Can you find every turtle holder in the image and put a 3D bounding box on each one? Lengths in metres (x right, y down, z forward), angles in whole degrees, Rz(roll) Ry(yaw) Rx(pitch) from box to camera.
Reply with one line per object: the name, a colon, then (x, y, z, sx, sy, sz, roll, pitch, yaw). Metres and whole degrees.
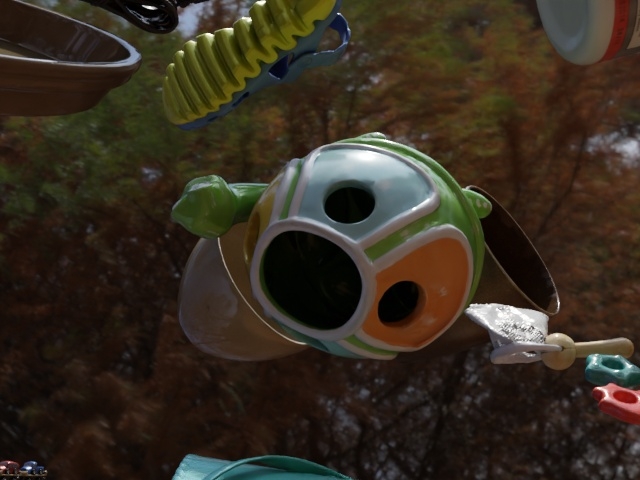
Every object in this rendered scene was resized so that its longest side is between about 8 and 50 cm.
turtle holder: (0.015, -0.008, 0.974, 0.243, 0.320, 0.227, -48, -10, 29)

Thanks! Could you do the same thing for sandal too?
sandal: (-0.080, -0.242, 1.204, 0.138, 0.317, 0.126, 21, -134, -54)

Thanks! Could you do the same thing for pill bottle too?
pill bottle: (0.482, -0.367, 1.151, 0.363, 0.210, 0.210, -14, -57, -4)

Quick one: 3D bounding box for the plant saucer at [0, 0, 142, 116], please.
plant saucer: (-0.250, -0.128, 0.536, 0.278, 0.278, 0.041, -3, -65, -49)

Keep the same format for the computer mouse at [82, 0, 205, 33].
computer mouse: (-0.100, -0.248, 0.714, 0.184, 0.262, 0.060, 10, -125, -55)

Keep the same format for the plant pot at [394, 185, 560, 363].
plant pot: (0.184, 0.073, 1.274, 0.230, 0.215, 0.215, -37, -30, 25)

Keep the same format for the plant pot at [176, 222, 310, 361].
plant pot: (-0.148, 0.109, 1.608, 0.191, 0.284, 0.284, -36, -30, 24)

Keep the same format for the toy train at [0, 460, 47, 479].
toy train: (-0.436, 0.323, 1.228, 0.158, 0.027, 0.036, 35, -129, -63)

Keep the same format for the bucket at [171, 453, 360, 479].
bucket: (-0.054, 0.314, 0.728, 0.281, 0.183, 0.281, 13, -90, -88)

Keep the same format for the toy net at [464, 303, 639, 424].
toy net: (0.201, 0.106, 0.664, 0.122, 0.232, 0.045, -18, -61, -47)
